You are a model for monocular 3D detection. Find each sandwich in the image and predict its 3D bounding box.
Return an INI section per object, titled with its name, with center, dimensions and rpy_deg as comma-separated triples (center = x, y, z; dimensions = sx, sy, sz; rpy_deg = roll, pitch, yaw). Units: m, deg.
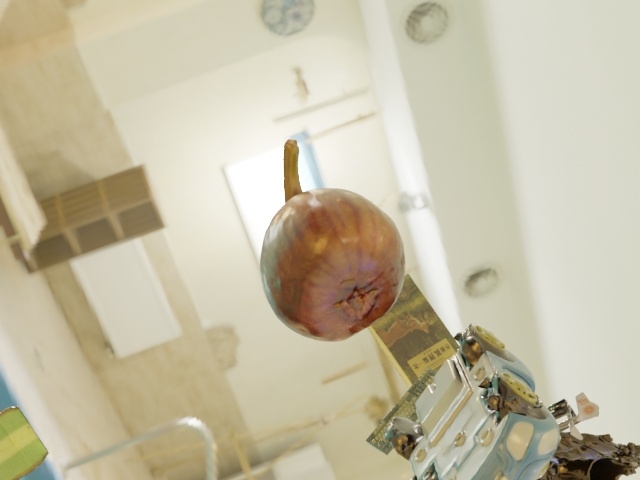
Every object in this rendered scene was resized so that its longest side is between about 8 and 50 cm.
[sandwich]
center = -0.371, 0.240, 1.222
dimensions = 0.074, 0.116, 0.074
rpy_deg = -37, 98, -47

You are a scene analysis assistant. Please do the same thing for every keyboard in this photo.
[keyboard]
center = 0.154, 0.299, 1.949
dimensions = 0.055, 0.176, 0.014
rpy_deg = 26, -23, 44

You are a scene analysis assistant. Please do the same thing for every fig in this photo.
[fig]
center = 0.000, 0.008, 1.252
dimensions = 0.207, 0.175, 0.175
rpy_deg = 49, -18, 48

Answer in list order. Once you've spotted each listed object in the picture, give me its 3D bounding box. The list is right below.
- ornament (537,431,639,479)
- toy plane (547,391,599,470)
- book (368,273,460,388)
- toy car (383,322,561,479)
[ornament]
center = 0.492, 0.415, 2.119
dimensions = 0.251, 0.260, 0.106
rpy_deg = 37, 52, -32
[toy plane]
center = 0.311, 0.283, 1.579
dimensions = 0.078, 0.197, 0.053
rpy_deg = 49, 22, -24
[book]
center = 0.188, 0.191, 2.283
dimensions = 0.228, 0.160, 0.024
rpy_deg = 55, -35, 13
[toy car]
center = 0.200, 0.240, 1.323
dimensions = 0.166, 0.198, 0.314
rpy_deg = 31, 11, -11
